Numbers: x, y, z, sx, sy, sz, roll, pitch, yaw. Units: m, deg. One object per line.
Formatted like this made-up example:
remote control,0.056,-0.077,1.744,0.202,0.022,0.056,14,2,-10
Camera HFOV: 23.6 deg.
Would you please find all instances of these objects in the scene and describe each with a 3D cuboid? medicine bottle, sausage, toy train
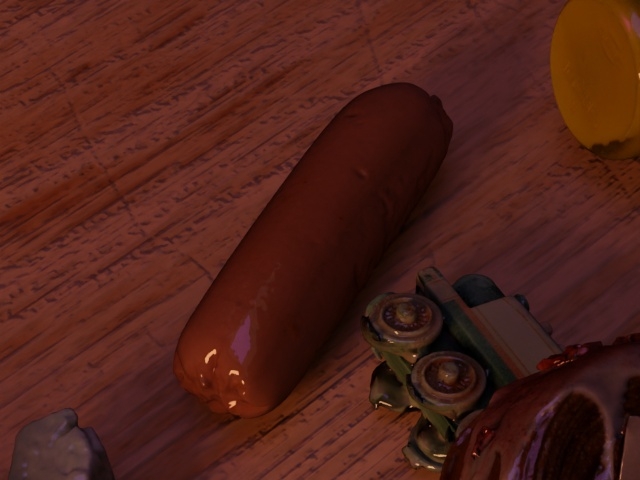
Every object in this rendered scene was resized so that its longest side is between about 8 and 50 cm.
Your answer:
medicine bottle,0.277,-0.130,1.063,0.212,0.122,0.122,-11,44,-22
sausage,0.000,-0.001,1.013,0.086,0.086,0.289,17,53,24
toy train,0.105,0.090,0.917,0.125,0.081,0.194,-17,45,-20

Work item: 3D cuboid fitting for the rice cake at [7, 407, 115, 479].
rice cake,-0.153,0.196,0.866,0.063,0.069,0.206,-3,49,5

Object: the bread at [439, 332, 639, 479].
bread,0.161,0.158,0.771,0.212,0.142,0.224,47,65,1
